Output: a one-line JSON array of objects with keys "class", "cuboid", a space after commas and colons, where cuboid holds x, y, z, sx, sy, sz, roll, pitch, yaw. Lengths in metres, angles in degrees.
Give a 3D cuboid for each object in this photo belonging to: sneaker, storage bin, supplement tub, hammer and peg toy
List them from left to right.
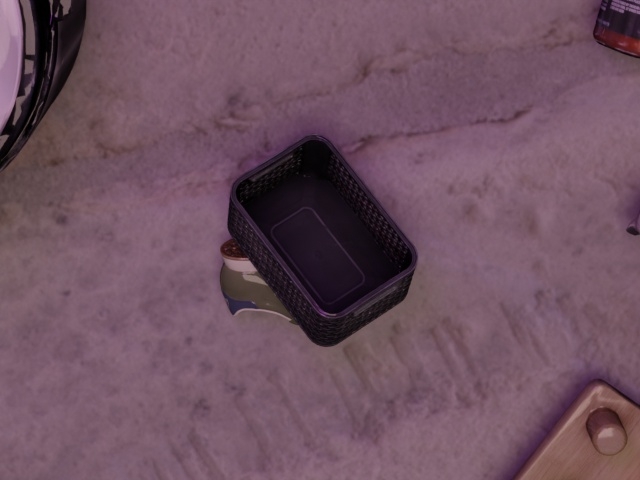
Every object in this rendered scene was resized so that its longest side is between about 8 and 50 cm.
[{"class": "sneaker", "cuboid": [-0.011, 0.047, 1.998, 0.192, 0.064, 0.086, 3, 118, -5]}, {"class": "storage bin", "cuboid": [0.000, 0.000, 1.918, 0.122, 0.084, 0.180, -33, 72, -17]}, {"class": "hammer and peg toy", "cuboid": [0.353, 0.273, 2.026, 0.266, 0.127, 0.361, 36, 101, -10]}, {"class": "supplement tub", "cuboid": [0.346, -0.278, 1.893, 0.106, 0.106, 0.198, 15, 104, -5]}]

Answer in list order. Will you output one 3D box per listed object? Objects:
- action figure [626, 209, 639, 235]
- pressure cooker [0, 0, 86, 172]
[{"class": "action figure", "cuboid": [0.456, 0.059, 1.954, 0.330, 0.178, 0.341, 30, 77, -4]}, {"class": "pressure cooker", "cuboid": [-0.403, -0.205, 1.734, 0.375, 0.420, 0.370, 2, 105, -1]}]
